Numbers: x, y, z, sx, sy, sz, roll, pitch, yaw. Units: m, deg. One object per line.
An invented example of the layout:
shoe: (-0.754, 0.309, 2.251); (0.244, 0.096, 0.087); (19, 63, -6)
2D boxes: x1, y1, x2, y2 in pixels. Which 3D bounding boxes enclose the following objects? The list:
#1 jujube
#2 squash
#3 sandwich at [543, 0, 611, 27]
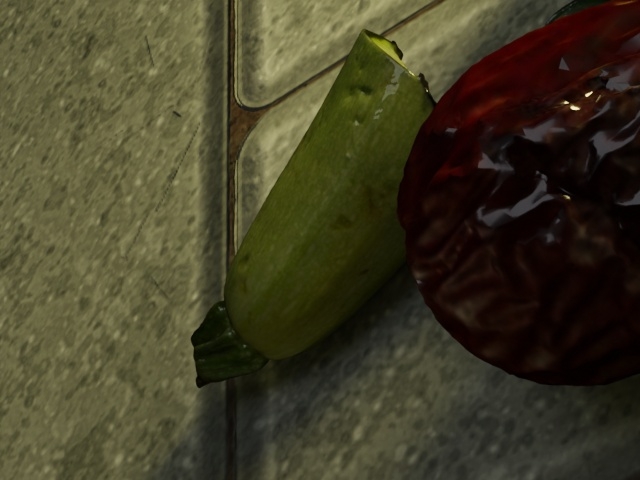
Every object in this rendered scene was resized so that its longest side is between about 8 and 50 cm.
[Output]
jujube: (0.213, -0.057, 1.103); (0.342, 0.216, 0.216); (-32, 40, 16)
squash: (0.012, 0.008, 1.344); (0.287, 0.137, 0.137); (-59, 35, 10)
sandwich: (0.198, -0.140, 1.318); (0.135, 0.029, 0.067); (10, 66, 51)
